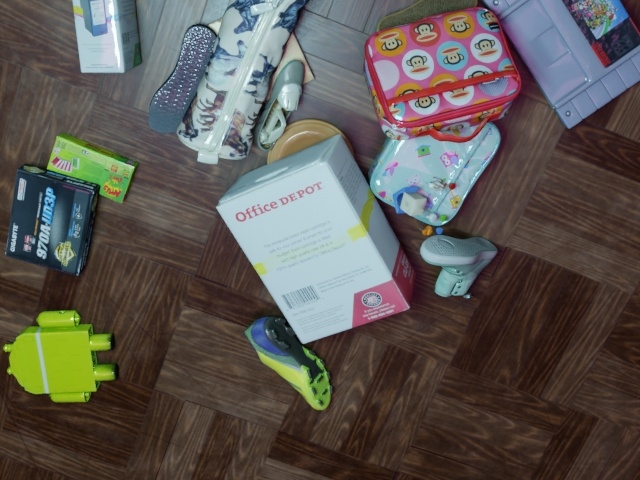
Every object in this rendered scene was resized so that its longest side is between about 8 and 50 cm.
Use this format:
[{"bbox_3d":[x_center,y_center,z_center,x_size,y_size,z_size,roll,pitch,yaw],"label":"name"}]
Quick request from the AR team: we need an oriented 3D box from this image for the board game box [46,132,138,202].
[{"bbox_3d":[-0.514,-0.164,1.769,0.181,0.043,0.092,22,109,-6],"label":"board game box"}]

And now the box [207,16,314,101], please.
[{"bbox_3d":[-0.127,-0.406,1.692,0.164,0.021,0.201,-23,107,8],"label":"box"}]

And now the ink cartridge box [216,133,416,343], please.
[{"bbox_3d":[0.000,0.000,1.716,0.279,0.160,0.385,-20,113,25],"label":"ink cartridge box"}]

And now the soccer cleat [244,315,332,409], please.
[{"bbox_3d":[-0.075,0.301,1.918,0.121,0.093,0.289,-18,116,39],"label":"soccer cleat"}]

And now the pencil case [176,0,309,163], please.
[{"bbox_3d":[-0.157,-0.358,1.601,0.159,0.183,0.411,24,109,-5],"label":"pencil case"}]

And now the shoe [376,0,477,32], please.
[{"bbox_3d":[0.223,-0.468,1.654,0.218,0.058,0.077,-18,76,3],"label":"shoe"}]

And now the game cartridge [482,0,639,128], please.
[{"bbox_3d":[0.525,-0.443,1.654,0.230,0.068,0.355,-34,105,16],"label":"game cartridge"}]

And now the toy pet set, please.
[{"bbox_3d":[0.215,-0.078,1.682,0.114,0.065,0.122,-5,121,-34],"label":"toy pet set"}]

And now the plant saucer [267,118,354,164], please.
[{"bbox_3d":[-0.022,-0.172,1.764,0.199,0.037,0.200,0,109,1],"label":"plant saucer"}]

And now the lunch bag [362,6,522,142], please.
[{"bbox_3d":[0.244,-0.316,1.579,0.293,0.120,0.258,-15,75,-4],"label":"lunch bag"}]

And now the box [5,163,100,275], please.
[{"bbox_3d":[-0.605,-0.045,1.770,0.175,0.051,0.220,17,113,-4],"label":"box"}]

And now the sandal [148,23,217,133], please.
[{"bbox_3d":[-0.291,-0.344,1.701,0.097,0.054,0.255,26,108,-18],"label":"sandal"}]

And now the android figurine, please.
[{"bbox_3d":[-0.638,0.289,1.921,0.272,0.056,0.248,-3,109,1],"label":"android figurine"}]

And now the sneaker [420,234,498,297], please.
[{"bbox_3d":[0.289,0.071,1.757,0.255,0.094,0.151,1,124,-47],"label":"sneaker"}]

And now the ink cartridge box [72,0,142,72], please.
[{"bbox_3d":[-0.436,-0.459,1.606,0.093,0.154,0.213,1,110,2],"label":"ink cartridge box"}]

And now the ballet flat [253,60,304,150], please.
[{"bbox_3d":[-0.082,-0.284,1.690,0.072,0.068,0.213,4,130,-41],"label":"ballet flat"}]

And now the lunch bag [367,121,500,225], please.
[{"bbox_3d":[0.253,-0.185,1.718,0.224,0.108,0.279,28,108,-8],"label":"lunch bag"}]
